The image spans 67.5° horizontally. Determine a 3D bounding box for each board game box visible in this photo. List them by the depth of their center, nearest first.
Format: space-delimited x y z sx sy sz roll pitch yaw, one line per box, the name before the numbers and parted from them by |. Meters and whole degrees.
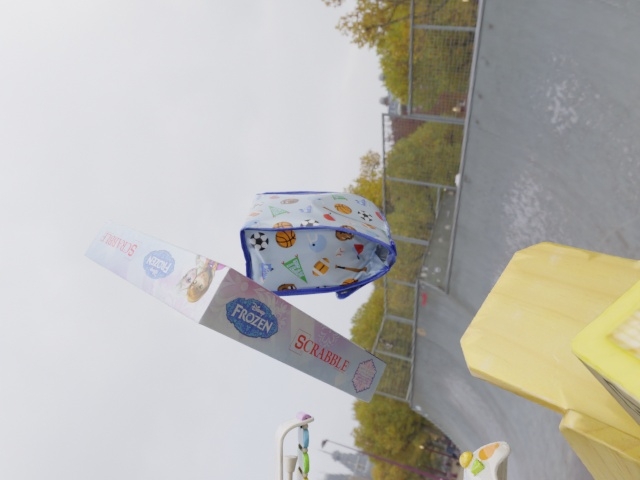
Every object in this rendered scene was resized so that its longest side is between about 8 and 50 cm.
board game box | -0.117 0.096 0.665 0.318 0.319 0.065 39 -108 -43

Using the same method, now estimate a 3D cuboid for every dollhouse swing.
dollhouse swing | 0.470 0.208 0.791 0.346 0.305 0.315 -50 -65 -22

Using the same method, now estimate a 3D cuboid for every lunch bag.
lunch bag | 0.000 0.000 1.324 0.327 0.386 0.238 -93 -2 -66

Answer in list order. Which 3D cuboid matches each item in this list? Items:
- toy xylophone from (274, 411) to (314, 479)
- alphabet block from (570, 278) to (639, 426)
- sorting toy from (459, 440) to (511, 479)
toy xylophone | -0.053 0.550 1.048 0.236 0.081 0.322 147 124 -77
alphabet block | 0.384 0.127 0.404 0.192 0.197 0.193 -45 14 3
sorting toy | 0.147 0.229 0.421 0.075 0.045 0.083 13 -101 -77
